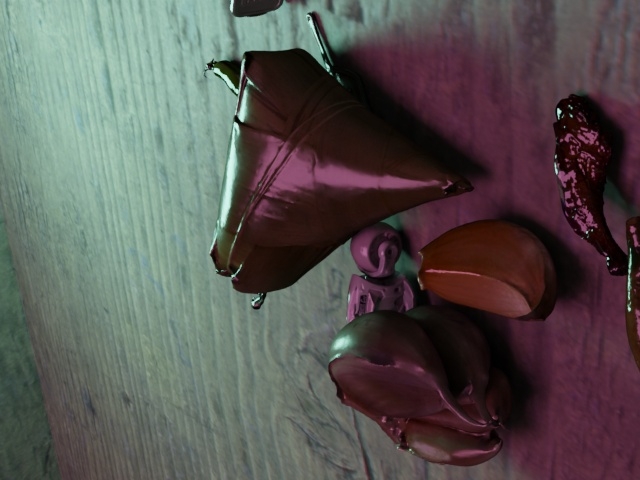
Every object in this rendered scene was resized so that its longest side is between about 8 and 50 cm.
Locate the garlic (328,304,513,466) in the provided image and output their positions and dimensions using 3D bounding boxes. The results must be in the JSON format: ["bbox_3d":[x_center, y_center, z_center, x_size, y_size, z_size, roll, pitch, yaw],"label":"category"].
[{"bbox_3d":[0.134,0.199,1.823,0.292,0.210,0.237,-30,77,59],"label":"garlic"}]

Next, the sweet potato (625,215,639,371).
[{"bbox_3d":[0.369,0.093,1.477,0.077,0.077,0.244,-25,82,63],"label":"sweet potato"}]

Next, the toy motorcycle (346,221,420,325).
[{"bbox_3d":[0.082,0.097,1.946,0.112,0.112,0.254,23,129,53],"label":"toy motorcycle"}]

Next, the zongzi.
[{"bbox_3d":[0.000,0.000,1.872,0.418,0.181,0.447,36,127,33],"label":"zongzi"}]

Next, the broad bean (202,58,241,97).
[{"bbox_3d":[-0.113,-0.213,2.130,0.227,0.039,0.069,53,144,26],"label":"broad bean"}]

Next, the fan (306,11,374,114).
[{"bbox_3d":[0.023,-0.218,1.915,0.132,0.009,0.220,-13,99,62],"label":"fan"}]

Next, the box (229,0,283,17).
[{"bbox_3d":[-0.097,-0.384,1.926,0.069,0.084,0.122,57,151,33],"label":"box"}]

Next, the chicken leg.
[{"bbox_3d":[0.293,-0.060,1.483,0.093,0.053,0.205,-13,89,62],"label":"chicken leg"}]

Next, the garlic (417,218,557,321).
[{"bbox_3d":[0.225,0.037,1.649,0.206,0.128,0.115,18,85,48],"label":"garlic"}]
